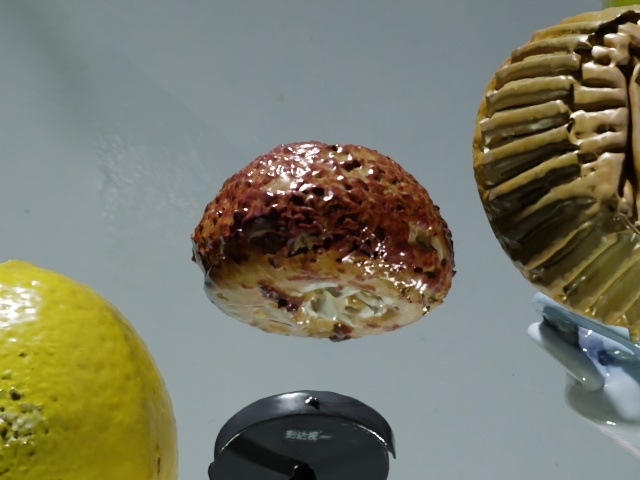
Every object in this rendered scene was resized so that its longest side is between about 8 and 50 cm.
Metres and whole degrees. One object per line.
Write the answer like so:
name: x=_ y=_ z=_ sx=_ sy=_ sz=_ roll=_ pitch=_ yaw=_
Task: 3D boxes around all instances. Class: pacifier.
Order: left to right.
pacifier: x=0.319 y=0.086 z=0.983 sx=0.287 sy=0.238 sz=0.226 roll=38 pitch=87 yaw=-25

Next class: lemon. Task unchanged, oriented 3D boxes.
lemon: x=-0.225 y=0.156 z=0.867 sx=0.236 sy=0.236 sz=0.263 roll=-42 pitch=75 yaw=3

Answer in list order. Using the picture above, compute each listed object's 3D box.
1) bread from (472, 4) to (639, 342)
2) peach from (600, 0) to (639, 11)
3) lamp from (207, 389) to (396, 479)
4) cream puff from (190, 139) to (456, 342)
bread: x=0.220 y=-0.060 z=0.777 sx=0.240 sy=0.139 sz=0.240 roll=2 pitch=71 yaw=-6
peach: x=0.398 y=-0.187 z=1.021 sx=0.281 sy=0.314 sz=0.315 roll=-4 pitch=86 yaw=7
lamp: x=0.006 y=0.189 z=0.529 sx=0.130 sy=0.371 sz=0.108 roll=-1 pitch=112 yaw=-3
cream puff: x=0.000 y=0.000 z=1.008 sx=0.240 sy=0.240 sz=0.164 roll=-9 pitch=67 yaw=9
